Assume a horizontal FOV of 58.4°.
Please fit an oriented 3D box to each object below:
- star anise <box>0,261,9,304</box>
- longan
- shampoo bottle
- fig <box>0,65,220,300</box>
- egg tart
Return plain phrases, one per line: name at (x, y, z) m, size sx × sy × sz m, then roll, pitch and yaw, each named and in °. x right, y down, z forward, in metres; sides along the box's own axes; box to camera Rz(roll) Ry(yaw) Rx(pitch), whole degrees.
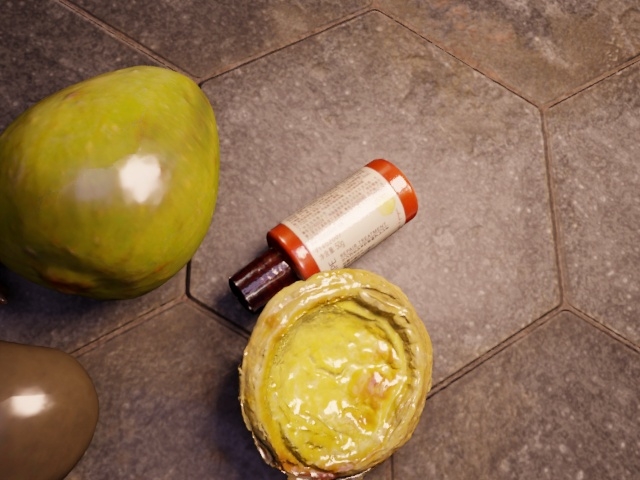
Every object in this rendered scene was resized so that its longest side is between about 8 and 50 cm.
star anise at (-0.460, -0.002, 0.718) m, size 0.212 × 0.111 × 0.196 m, roll 14°, pitch 79°, yaw -13°
longan at (-0.365, 0.205, 0.635) m, size 0.220 × 0.196 × 0.196 m, roll 8°, pitch 74°, yaw -9°
shampoo bottle at (0.000, 0.000, 0.792) m, size 0.278 × 0.104 × 0.104 m, roll -35°, pitch 83°, yaw -15°
fig at (-0.244, -0.085, 0.703) m, size 0.258 × 0.258 × 0.326 m, roll 25°, pitch 61°, yaw -2°
egg tart at (0.020, 0.173, 0.748) m, size 0.279 × 0.095 × 0.279 m, roll 1°, pitch 87°, yaw -19°
